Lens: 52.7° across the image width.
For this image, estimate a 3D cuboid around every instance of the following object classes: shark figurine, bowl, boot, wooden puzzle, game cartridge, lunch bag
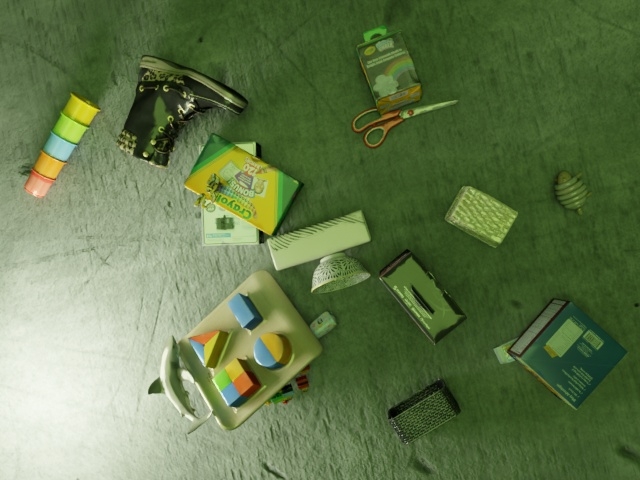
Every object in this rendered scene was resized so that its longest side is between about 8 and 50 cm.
[{"bbox_3d":[-0.412,0.424,1.786,0.166,0.116,0.278,-52,57,42],"label":"shark figurine"},{"bbox_3d":[0.046,0.082,1.776,0.170,0.170,0.080,-18,77,5],"label":"bowl"},{"bbox_3d":[-0.397,-0.335,1.795,0.377,0.138,0.284,25,95,23],"label":"boot"},{"bbox_3d":[-0.213,0.290,1.776,0.348,0.080,0.322,-41,60,3],"label":"wooden puzzle"},{"bbox_3d":[0.530,0.308,1.798,0.083,0.017,0.056,-27,92,5],"label":"game cartridge"},{"bbox_3d":[0.010,0.236,1.813,0.071,0.083,0.053,-39,87,5],"label":"lunch bag"}]

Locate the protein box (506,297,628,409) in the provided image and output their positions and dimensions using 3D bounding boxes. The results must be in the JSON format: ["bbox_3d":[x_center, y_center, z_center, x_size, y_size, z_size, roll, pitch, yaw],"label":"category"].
[{"bbox_3d":[0.649,0.296,1.716,0.200,0.136,0.201,42,90,2],"label":"protein box"}]

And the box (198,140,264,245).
[{"bbox_3d":[-0.252,-0.131,1.834,0.169,0.087,0.290,-1,90,5],"label":"box"}]

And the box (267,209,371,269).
[{"bbox_3d":[0.000,0.000,1.800,0.275,0.113,0.094,-18,88,4],"label":"box"}]

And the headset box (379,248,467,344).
[{"bbox_3d":[0.260,0.139,1.684,0.110,0.293,0.218,-40,88,4],"label":"headset box"}]

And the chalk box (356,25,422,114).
[{"bbox_3d":[0.180,-0.477,1.763,0.132,0.132,0.213,-19,81,6],"label":"chalk box"}]

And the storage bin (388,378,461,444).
[{"bbox_3d":[0.282,0.468,1.769,0.180,0.122,0.084,-33,87,5],"label":"storage bin"}]

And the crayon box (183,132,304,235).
[{"bbox_3d":[-0.205,-0.150,1.744,0.278,0.081,0.165,29,93,4],"label":"crayon box"}]

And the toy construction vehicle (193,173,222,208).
[{"bbox_3d":[-0.284,-0.124,1.668,0.035,0.086,0.098,33,93,-3],"label":"toy construction vehicle"}]

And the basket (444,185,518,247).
[{"bbox_3d":[0.438,-0.066,1.759,0.167,0.103,0.113,30,92,5],"label":"basket"}]

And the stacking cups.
[{"bbox_3d":[-0.763,-0.276,1.890,0.096,0.096,0.316,34,98,4],"label":"stacking cups"}]

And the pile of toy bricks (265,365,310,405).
[{"bbox_3d":[-0.121,0.424,1.829,0.212,0.118,0.105,-17,124,-4],"label":"pile of toy bricks"}]

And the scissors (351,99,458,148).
[{"bbox_3d":[0.232,-0.363,1.817,0.297,0.021,0.109,-28,86,7],"label":"scissors"}]

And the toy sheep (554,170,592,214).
[{"bbox_3d":[0.681,-0.129,1.747,0.091,0.091,0.132,-30,93,5],"label":"toy sheep"}]
